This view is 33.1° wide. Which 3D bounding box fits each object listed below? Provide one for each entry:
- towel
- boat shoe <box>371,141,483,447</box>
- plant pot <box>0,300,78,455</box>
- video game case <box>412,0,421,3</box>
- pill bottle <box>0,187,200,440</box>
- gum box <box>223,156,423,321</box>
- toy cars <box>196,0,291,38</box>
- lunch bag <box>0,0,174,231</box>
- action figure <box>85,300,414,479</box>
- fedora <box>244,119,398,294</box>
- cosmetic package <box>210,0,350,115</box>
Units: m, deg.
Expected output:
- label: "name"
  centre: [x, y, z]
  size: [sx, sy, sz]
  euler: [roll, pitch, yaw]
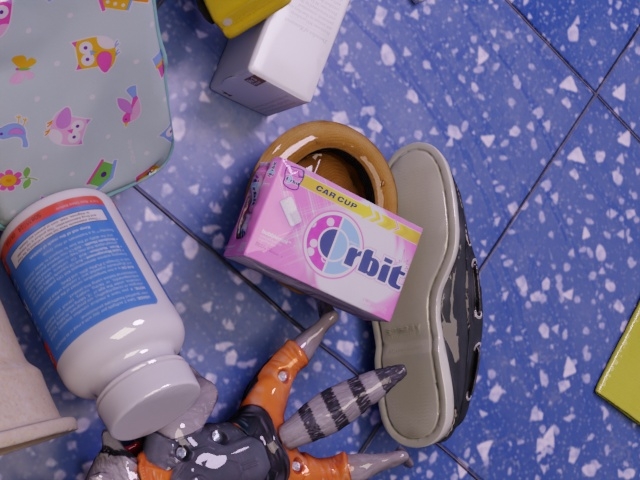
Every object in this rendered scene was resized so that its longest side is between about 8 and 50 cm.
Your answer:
- label: "towel"
  centre: [0.450, 0.125, 1.436]
  size: [0.102, 0.021, 0.237]
  euler: [35, 74, -14]
- label: "boat shoe"
  centre: [0.131, 0.062, 1.241]
  size: [0.113, 0.127, 0.340]
  euler: [8, 75, -54]
- label: "plant pot"
  centre: [-0.406, 0.060, 0.896]
  size: [0.334, 0.334, 0.305]
  euler: [-14, 82, -25]
- label: "video game case"
  centre: [0.134, -0.411, 1.313]
  size: [0.190, 0.022, 0.173]
  euler: [-41, 105, -20]
- label: "pill bottle"
  centre: [-0.203, 0.070, 1.009]
  size: [0.124, 0.124, 0.221]
  euler: [-22, 63, -25]
- label: "gum box"
  centre: [0.000, 0.000, 1.115]
  size: [0.188, 0.062, 0.107]
  euler: [26, 77, -22]
- label: "toy cars"
  centre: [-0.066, -0.404, 1.128]
  size: [0.087, 0.176, 0.394]
  euler: [40, 67, -57]
- label: "lunch bag"
  centre: [-0.259, -0.151, 0.991]
  size: [0.224, 0.108, 0.279]
  euler: [-26, 140, -21]
- label: "action figure"
  centre: [-0.096, 0.169, 1.089]
  size: [0.330, 0.178, 0.341]
  euler: [-25, 95, -25]
- label: "fedora"
  centre: [-0.008, -0.035, 1.193]
  size: [0.194, 0.079, 0.194]
  euler: [2, 86, -25]
- label: "cosmetic package"
  centre: [-0.028, -0.259, 1.176]
  size: [0.085, 0.117, 0.231]
  euler: [24, 79, -23]
